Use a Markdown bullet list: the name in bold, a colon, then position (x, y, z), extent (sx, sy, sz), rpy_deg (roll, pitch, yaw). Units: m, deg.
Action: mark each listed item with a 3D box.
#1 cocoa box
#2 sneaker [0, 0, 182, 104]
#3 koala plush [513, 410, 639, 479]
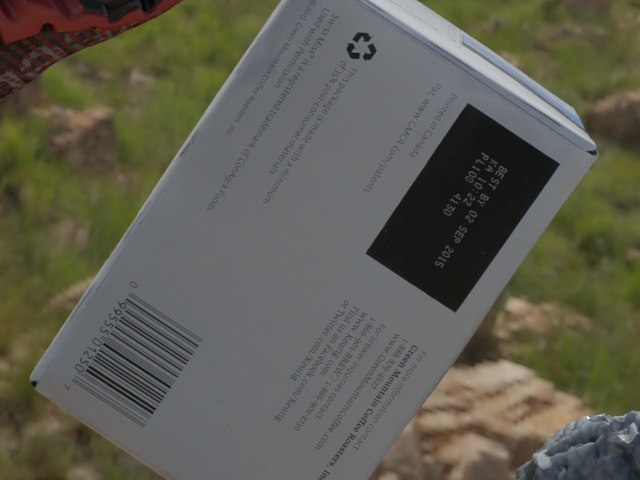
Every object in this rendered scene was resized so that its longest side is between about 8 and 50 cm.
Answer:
- **cocoa box**: position (0.000, 0.000, 1.288), extent (0.231, 0.347, 0.228), rpy_deg (34, 12, -3)
- **sneaker**: position (-0.170, -0.112, 0.892), extent (0.276, 0.135, 0.097), rpy_deg (-26, 83, -25)
- **koala plush**: position (0.192, 0.137, 0.496), extent (0.203, 0.196, 0.221), rpy_deg (-20, -27, 30)
